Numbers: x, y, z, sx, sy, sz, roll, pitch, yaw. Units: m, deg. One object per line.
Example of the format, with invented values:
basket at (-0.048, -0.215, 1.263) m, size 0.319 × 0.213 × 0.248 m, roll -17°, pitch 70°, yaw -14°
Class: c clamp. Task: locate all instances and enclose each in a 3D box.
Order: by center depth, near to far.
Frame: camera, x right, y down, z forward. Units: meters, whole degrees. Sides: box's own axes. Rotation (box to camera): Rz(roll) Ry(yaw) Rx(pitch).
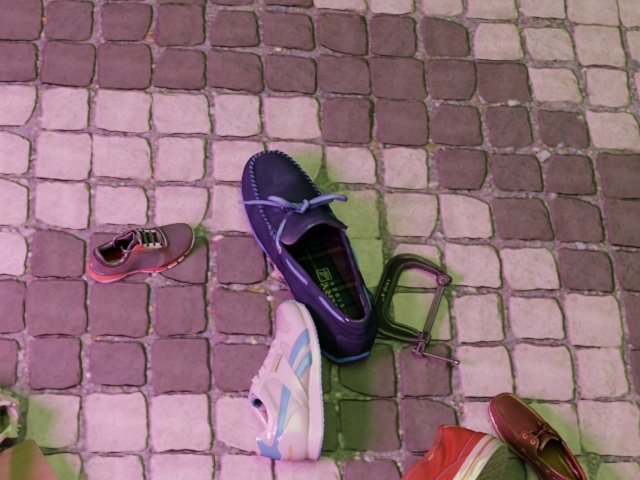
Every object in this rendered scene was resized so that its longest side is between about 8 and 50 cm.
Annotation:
c clamp at (0.139, 0.092, 2.123) m, size 0.137 × 0.022 × 0.160 m, roll 12°, pitch 59°, yaw 5°

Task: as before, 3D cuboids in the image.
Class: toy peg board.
toy peg board at (-0.386, 0.351, 1.855) m, size 0.161 × 0.079 × 0.160 m, roll -23°, pitch 49°, yaw -22°

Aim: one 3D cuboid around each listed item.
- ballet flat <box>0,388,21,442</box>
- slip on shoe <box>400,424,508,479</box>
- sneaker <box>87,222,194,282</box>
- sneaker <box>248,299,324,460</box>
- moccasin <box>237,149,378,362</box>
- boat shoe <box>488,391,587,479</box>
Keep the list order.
ballet flat at (-0.470, 0.264, 1.750) m, size 0.147 × 0.147 × 0.409 m, roll 25°, pitch 28°, yaw 7°
slip on shoe at (0.108, 0.363, 1.893) m, size 0.101 × 0.123 × 0.331 m, roll 24°, pitch 63°, yaw 30°
sneaker at (-0.242, 0.009, 2.084) m, size 0.158 × 0.065 × 0.061 m, roll -24°, pitch 65°, yaw -21°
sneaker at (-0.048, 0.179, 1.999) m, size 0.092 × 0.087 × 0.228 m, roll 0°, pitch 57°, yaw -7°
moccasin at (0.000, 0.000, 2.098) m, size 0.138 × 0.117 × 0.342 m, roll -22°, pitch 64°, yaw -21°
boat shoe at (0.292, 0.266, 2.012) m, size 0.064 × 0.060 × 0.178 m, roll -29°, pitch 67°, yaw -24°
